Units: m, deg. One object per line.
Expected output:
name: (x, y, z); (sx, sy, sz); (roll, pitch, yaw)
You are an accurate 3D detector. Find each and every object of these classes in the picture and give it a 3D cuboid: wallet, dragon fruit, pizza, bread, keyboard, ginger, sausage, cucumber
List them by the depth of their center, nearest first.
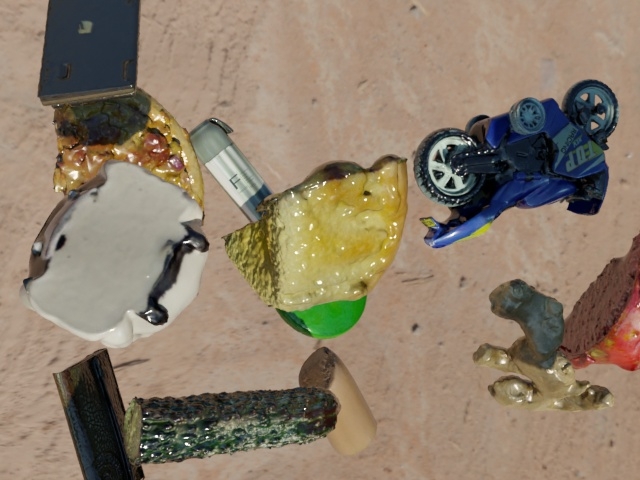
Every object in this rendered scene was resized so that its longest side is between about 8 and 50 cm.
keyboard: (-0.231, -0.273, 0.712); (0.106, 0.027, 0.316); (-5, 66, 4)
bread: (0.005, 0.006, 0.749); (0.174, 0.252, 0.132); (-15, 83, -27)
ginger: (0.260, 0.149, 0.880); (0.258, 0.149, 0.065); (51, 34, -31)
cucumber: (-0.106, 0.269, 1.023); (0.360, 0.096, 0.096); (5, 74, -34)
dragon fruit: (0.500, 0.129, 1.048); (0.212, 0.262, 0.134); (12, 45, -6)
wallet: (-0.364, 0.313, 1.157); (0.133, 0.039, 0.243); (-24, 101, -71)
pizza: (-0.367, -0.145, 1.275); (0.277, 0.114, 0.408); (-46, 122, -22)
sausage: (0.036, 0.369, 1.579); (0.123, 0.123, 0.252); (-49, 129, -31)

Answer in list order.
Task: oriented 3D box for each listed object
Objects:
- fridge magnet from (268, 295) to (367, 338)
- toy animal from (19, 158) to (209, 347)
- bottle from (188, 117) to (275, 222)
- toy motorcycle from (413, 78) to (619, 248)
fridge magnet: (-0.006, 0.083, 1.290); (0.208, 0.088, 0.207); (11, 65, -25)
toy animal: (-0.239, 0.027, 0.837); (0.204, 0.156, 0.208); (25, 71, 3)
bottle: (-0.169, -0.139, 1.427); (0.096, 0.079, 0.253); (-43, 103, -15)
toy motorcycle: (0.253, -0.086, 0.845); (0.316, 0.113, 0.168); (-21, 96, -18)
